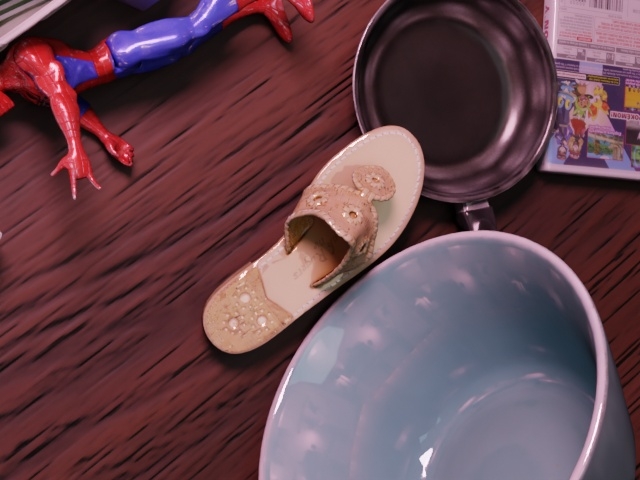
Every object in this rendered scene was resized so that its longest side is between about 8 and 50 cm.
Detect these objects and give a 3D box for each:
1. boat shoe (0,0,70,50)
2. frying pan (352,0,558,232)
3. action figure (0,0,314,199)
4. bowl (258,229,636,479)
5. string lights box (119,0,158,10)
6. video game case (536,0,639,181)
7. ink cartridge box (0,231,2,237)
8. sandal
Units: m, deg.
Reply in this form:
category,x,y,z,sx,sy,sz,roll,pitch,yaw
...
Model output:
category,x,y,z,sx,sy,sz,roll,pitch,yaw
boat shoe,-0.255,-0.166,0.848,0.226,0.076,0.083,-31,120,7
frying pan,0.149,-0.077,1.062,0.197,0.053,0.326,-35,103,-16
action figure,-0.132,-0.112,0.930,0.280,0.091,0.139,-17,87,-21
bowl,0.119,0.166,0.943,0.163,0.311,0.311,40,75,-36
string lights box,-0.148,-0.328,0.935,0.133,0.077,0.259,20,82,-20
video game case,0.297,-0.147,1.137,0.201,0.023,0.183,4,88,-22
ink cartridge box,-0.369,0.034,0.861,0.181,0.056,0.224,37,75,-17
sandal,0.005,0.005,0.967,0.240,0.079,0.088,-44,100,-4
